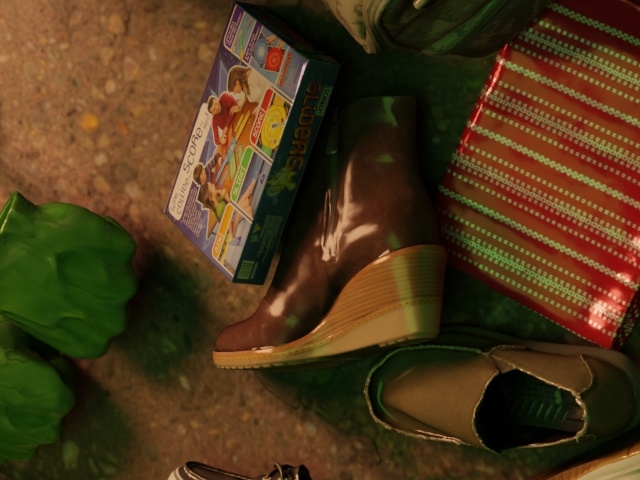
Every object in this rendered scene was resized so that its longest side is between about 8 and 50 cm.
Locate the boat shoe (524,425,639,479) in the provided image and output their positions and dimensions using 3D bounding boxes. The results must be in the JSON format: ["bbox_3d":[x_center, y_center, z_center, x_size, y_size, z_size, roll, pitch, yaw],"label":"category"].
[{"bbox_3d":[0.246,0.208,1.537,0.277,0.098,0.096,-30,87,35],"label":"boat shoe"}]

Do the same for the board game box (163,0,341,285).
[{"bbox_3d":[-0.061,-0.082,1.615,0.136,0.035,0.201,43,119,49],"label":"board game box"}]

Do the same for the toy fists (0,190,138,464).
[{"bbox_3d":[-0.263,0.084,1.726,0.142,0.096,0.279,27,112,-14],"label":"toy fists"}]

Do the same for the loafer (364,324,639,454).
[{"bbox_3d":[0.134,0.121,1.562,0.251,0.087,0.094,-3,98,34],"label":"loafer"}]

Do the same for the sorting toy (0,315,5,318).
[{"bbox_3d":[-0.315,0.028,1.792,0.102,0.042,0.061,43,130,-1],"label":"sorting toy"}]

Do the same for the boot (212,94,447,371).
[{"bbox_3d":[0.000,0.000,1.629,0.248,0.090,0.206,-16,76,38],"label":"boot"}]

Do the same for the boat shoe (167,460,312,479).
[{"bbox_3d":[-0.023,0.230,1.672,0.229,0.080,0.076,23,102,18],"label":"boat shoe"}]

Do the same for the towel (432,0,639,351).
[{"bbox_3d":[0.207,-0.068,1.535,0.199,0.031,0.274,30,111,18],"label":"towel"}]

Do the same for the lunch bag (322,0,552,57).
[{"bbox_3d":[0.041,-0.291,1.429,0.212,0.256,0.305,-43,74,23],"label":"lunch bag"}]
